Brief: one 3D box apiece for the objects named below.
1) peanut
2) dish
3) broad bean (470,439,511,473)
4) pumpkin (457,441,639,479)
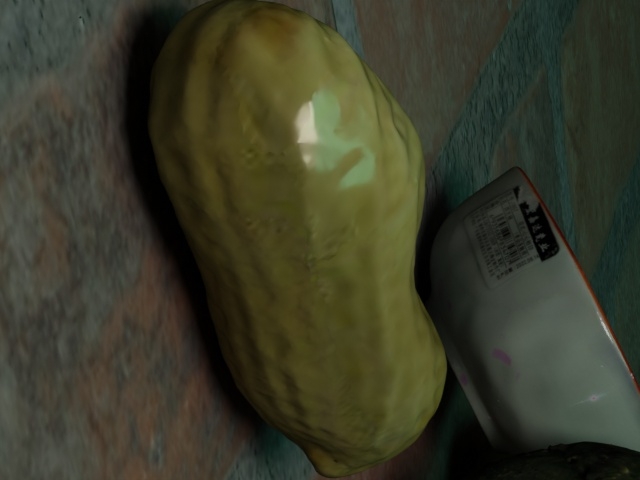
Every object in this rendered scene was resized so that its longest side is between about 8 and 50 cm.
[{"bbox_3d":[0.000,0.000,0.958,0.147,0.147,0.319,-67,147,-44],"label":"peanut"},{"bbox_3d":[0.159,0.081,1.333,0.256,0.117,0.256,62,4,-8],"label":"dish"},{"bbox_3d":[0.194,0.283,1.499,0.238,0.119,0.291,-65,148,-46],"label":"broad bean"},{"bbox_3d":[0.159,0.302,1.177,0.257,0.291,0.328,37,40,-27],"label":"pumpkin"}]
